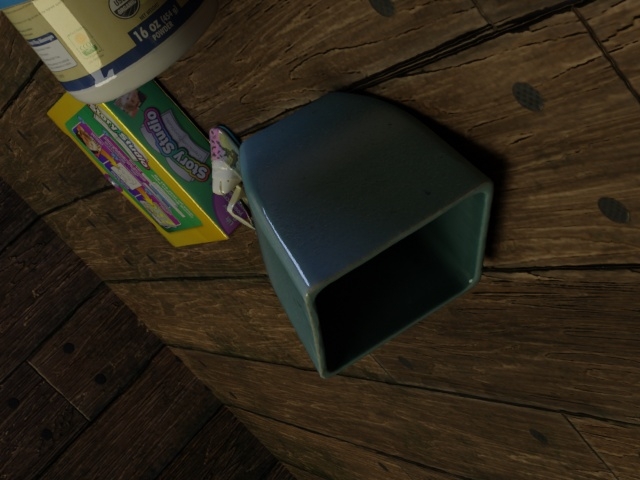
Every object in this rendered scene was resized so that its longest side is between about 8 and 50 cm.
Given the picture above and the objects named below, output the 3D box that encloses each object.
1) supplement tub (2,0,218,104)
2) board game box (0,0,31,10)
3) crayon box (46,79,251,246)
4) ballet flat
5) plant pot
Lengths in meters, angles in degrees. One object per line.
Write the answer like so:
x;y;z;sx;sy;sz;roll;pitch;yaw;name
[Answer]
-0.293;-0.347;1.134;0.228;0.228;0.316;13;145;54;supplement tub
-0.196;-0.336;0.872;0.308;0.302;0.086;10;142;55;board game box
-0.307;-0.155;1.729;0.363;0.106;0.313;48;158;-15;crayon box
-0.131;-0.084;1.581;0.077;0.079;0.221;17;148;51;ballet flat
0.031;-0.032;1.173;0.252;0.247;0.247;53;166;28;plant pot
